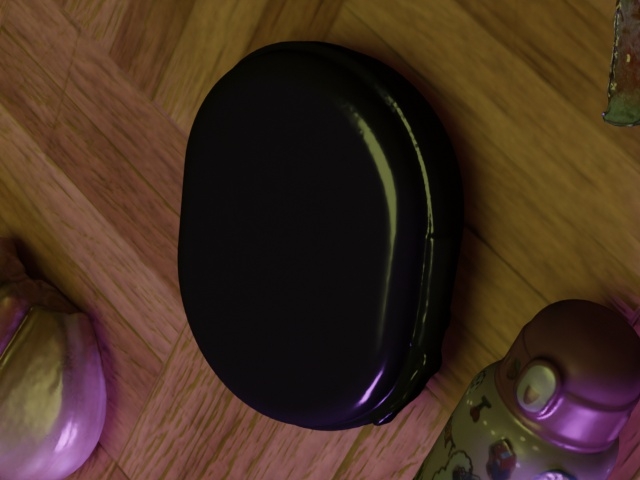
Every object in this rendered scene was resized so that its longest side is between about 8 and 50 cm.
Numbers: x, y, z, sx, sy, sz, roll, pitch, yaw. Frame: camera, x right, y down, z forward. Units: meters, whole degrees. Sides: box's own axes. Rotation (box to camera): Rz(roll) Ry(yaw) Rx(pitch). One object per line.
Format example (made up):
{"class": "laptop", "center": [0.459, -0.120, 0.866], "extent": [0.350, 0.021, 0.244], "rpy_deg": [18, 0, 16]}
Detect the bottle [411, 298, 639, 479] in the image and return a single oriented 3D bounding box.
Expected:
{"class": "bottle", "center": [0.141, 0.152, 1.183], "extent": [0.120, 0.120, 0.253], "rpy_deg": [43, 127, 26]}

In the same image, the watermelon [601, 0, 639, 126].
{"class": "watermelon", "center": [0.242, -0.153, 1.054], "extent": [0.187, 0.071, 0.139], "rpy_deg": [-34, 71, 50]}

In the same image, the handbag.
{"class": "handbag", "center": [0.001, 0.000, 1.292], "extent": [0.254, 0.093, 0.308], "rpy_deg": [22, 115, 35]}

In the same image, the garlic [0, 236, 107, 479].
{"class": "garlic", "center": [-0.302, 0.139, 1.597], "extent": [0.217, 0.110, 0.228], "rpy_deg": [37, 123, 26]}
